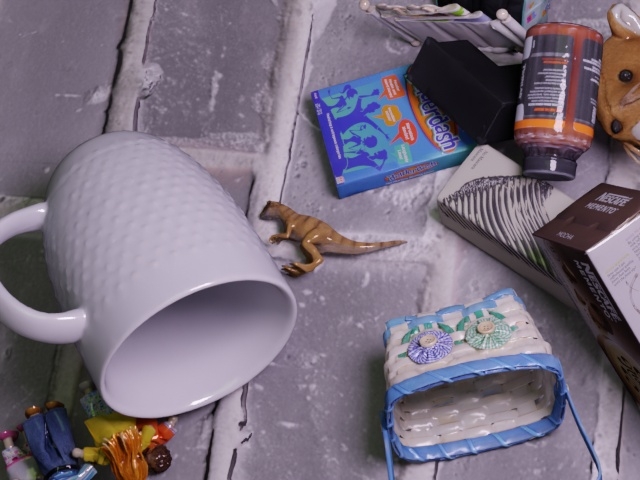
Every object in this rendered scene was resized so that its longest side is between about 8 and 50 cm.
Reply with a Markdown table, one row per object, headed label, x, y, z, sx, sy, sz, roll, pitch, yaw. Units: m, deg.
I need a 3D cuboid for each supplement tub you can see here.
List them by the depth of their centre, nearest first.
| label | x | y | z | sx | sy | sz | roll | pitch | yaw |
| --- | --- | --- | --- | --- | --- | --- | --- | --- | --- |
| supplement tub | 0.310 | -0.180 | 1.860 | 0.106 | 0.106 | 0.198 | 7 | 84 | 11 |

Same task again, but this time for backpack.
| label | x | y | z | sx | sy | sz | roll | pitch | yaw |
| --- | --- | --- | --- | --- | --- | --- | --- | --- | --- |
| backpack | 0.255 | -0.381 | 2.015 | 0.166 | 0.188 | 0.144 | 37 | 78 | 21 |

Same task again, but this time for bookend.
| label | x | y | z | sx | sy | sz | roll | pitch | yaw |
| --- | --- | --- | --- | --- | --- | --- | --- | --- | --- |
| bookend | 0.231 | -0.215 | 1.973 | 0.156 | 0.072 | 0.157 | -14 | 51 | -46 |

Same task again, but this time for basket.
| label | x | y | z | sx | sy | sz | roll | pitch | yaw |
| --- | --- | --- | --- | --- | --- | --- | --- | --- | --- |
| basket | 0.190 | 0.220 | 1.768 | 0.255 | 0.201 | 0.289 | -15 | 56 | 1 |

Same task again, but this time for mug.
| label | x | y | z | sx | sy | sz | roll | pitch | yaw |
| --- | --- | --- | --- | --- | --- | --- | --- | --- | --- |
| mug | -0.264 | 0.030 | 1.851 | 0.374 | 0.276 | 0.328 | -10 | 52 | -31 |

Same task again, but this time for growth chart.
| label | x | y | z | sx | sy | sz | roll | pitch | yaw |
| --- | --- | --- | --- | --- | --- | --- | --- | --- | --- |
| growth chart | 0.184 | -0.298 | 1.984 | 0.237 | 0.172 | 0.021 | 9 | 79 | 31 |

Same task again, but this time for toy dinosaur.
| label | x | y | z | sx | sy | sz | roll | pitch | yaw |
| --- | --- | --- | --- | --- | --- | --- | --- | --- | --- |
| toy dinosaur | 0.000 | 0.000 | 1.965 | 0.211 | 0.064 | 0.112 | 22 | 72 | 16 |

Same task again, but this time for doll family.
| label | x | y | z | sx | sy | sz | roll | pitch | yaw |
| --- | --- | --- | --- | --- | --- | --- | --- | --- | --- |
| doll family | -0.316 | 0.281 | 1.867 | 0.263 | 0.118 | 0.163 | -24 | 66 | -2 |

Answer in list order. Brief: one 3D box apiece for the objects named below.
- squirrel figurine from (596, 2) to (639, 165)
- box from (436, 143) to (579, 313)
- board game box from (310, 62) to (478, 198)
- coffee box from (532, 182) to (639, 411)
| label | x | y | z | sx | sy | sz | roll | pitch | yaw |
| --- | --- | --- | --- | --- | --- | --- | --- | --- | --- |
| squirrel figurine | 0.562 | -0.227 | 1.901 | 0.370 | 0.281 | 0.397 | 11 | 55 | 24 |
| box | 0.297 | -0.009 | 1.905 | 0.275 | 0.094 | 0.113 | 33 | 77 | 20 |
| board game box | 0.107 | -0.164 | 2.025 | 0.210 | 0.047 | 0.160 | -16 | 66 | 1 |
| coffee box | 0.404 | 0.088 | 1.732 | 0.119 | 0.168 | 0.297 | -35 | 105 | -7 |
